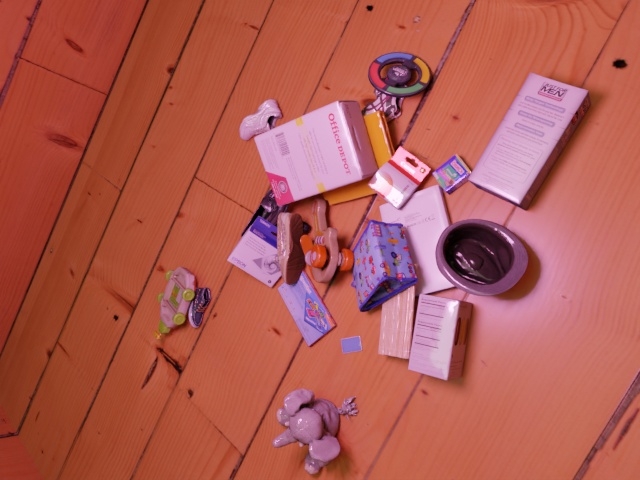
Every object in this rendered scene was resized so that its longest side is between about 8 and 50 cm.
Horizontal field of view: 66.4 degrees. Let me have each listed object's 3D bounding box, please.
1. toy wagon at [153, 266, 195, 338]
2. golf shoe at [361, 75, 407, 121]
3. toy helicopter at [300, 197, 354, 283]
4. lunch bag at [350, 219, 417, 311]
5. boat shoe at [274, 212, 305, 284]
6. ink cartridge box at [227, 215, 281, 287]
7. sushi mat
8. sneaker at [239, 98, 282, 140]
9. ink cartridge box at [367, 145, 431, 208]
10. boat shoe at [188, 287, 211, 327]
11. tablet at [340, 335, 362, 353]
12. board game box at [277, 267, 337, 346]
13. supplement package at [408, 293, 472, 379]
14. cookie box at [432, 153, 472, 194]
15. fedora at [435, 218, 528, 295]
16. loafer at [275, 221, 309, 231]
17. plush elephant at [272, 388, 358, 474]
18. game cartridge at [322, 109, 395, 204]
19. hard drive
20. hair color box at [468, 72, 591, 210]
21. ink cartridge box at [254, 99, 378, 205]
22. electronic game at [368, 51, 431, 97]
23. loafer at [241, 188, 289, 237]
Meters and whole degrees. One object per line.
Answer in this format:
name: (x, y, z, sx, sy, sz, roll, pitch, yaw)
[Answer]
toy wagon: (-0.687, 0.298, 2.282, 0.267, 0.068, 0.344, 28, 98, 52)
golf shoe: (0.228, -0.479, 1.832, 0.120, 0.105, 0.272, 33, 100, 28)
toy helicopter: (0.000, 0.000, 1.871, 0.235, 0.140, 0.355, 128, 143, -51)
lunch bag: (0.179, 0.101, 1.696, 0.293, 0.138, 0.220, -50, 42, 50)
boat shoe: (-0.125, 0.031, 1.929, 0.089, 0.105, 0.285, 8, 97, 39)
ink cartridge box: (-0.225, 0.049, 1.981, 0.224, 0.223, 0.045, -52, 16, 15)
sushi mat: (0.257, 0.231, 1.644, 0.151, 0.019, 0.316, -11, 69, 57)
sneaker: (-0.266, -0.515, 2.173, 0.232, 0.090, 0.115, -40, 66, 22)
ink cartridge box: (0.274, -0.220, 1.712, 0.145, 0.045, 0.179, 41, 108, 15)
boat shoe: (-0.546, 0.302, 2.220, 0.083, 0.065, 0.183, -11, 74, 36)
tablet: (0.114, 0.386, 1.807, 0.083, 0.006, 0.054, -17, 73, 31)
board game box: (-0.057, 0.260, 1.930, 0.145, 0.027, 0.281, -43, 61, 21)
supplement package: (0.385, 0.304, 1.564, 0.134, 0.139, 0.244, 7, 86, 35)
cookie box: (0.454, -0.227, 1.673, 0.107, 0.040, 0.091, -40, 62, 21)
fedora: (0.494, 0.064, 1.524, 0.275, 0.124, 0.243, 33, 80, 28)
loafer: (-0.136, -0.052, 2.014, 0.223, 0.076, 0.078, 10, 92, 39)
plush elephant: (-0.048, 0.659, 1.714, 0.330, 0.255, 0.271, -41, 62, 21)
game cartridge: (0.125, -0.301, 1.841, 0.324, 0.053, 0.285, -12, 98, 33)
hard drive: (0.347, 0.011, 1.697, 0.233, 0.047, 0.353, -19, 71, 30)
hair color box: (0.645, -0.304, 1.518, 0.185, 0.114, 0.374, 35, 101, 32)
ink cartridge box: (-0.013, -0.315, 1.792, 0.385, 0.160, 0.279, -13, 98, 33)
electronic game: (0.288, -0.606, 1.784, 0.229, 0.048, 0.229, 0, 60, 0)
loafer: (-0.218, -0.112, 1.983, 0.109, 0.095, 0.302, 44, 109, 41)
